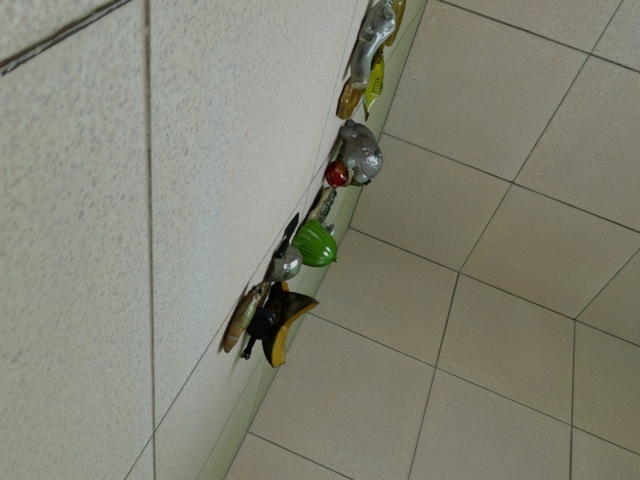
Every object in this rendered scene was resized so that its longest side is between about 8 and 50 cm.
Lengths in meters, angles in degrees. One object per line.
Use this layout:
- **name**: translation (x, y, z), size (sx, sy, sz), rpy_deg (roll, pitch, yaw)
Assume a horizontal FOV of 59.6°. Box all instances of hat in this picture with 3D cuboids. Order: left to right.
- **hat**: translation (-0.122, 0.102, 1.859), size (0.175, 0.085, 0.147), rpy_deg (-50, 161, -72)

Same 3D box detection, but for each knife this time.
- **knife**: translation (-0.103, -0.028, 1.851), size (0.230, 0.028, 0.060), rpy_deg (-65, 158, -49)

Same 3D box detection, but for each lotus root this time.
- **lotus root**: translation (-0.003, 0.037, 2.105), size (0.186, 0.186, 0.186), rpy_deg (23, 90, -84)

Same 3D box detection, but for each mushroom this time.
- **mushroom**: translation (0.154, -0.596, 1.694), size (0.278, 0.096, 0.099), rpy_deg (-65, 174, 18)

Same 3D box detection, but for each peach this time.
- **peach**: translation (0.063, -0.259, 2.167), size (0.101, 0.101, 0.100), rpy_deg (23, 90, -84)

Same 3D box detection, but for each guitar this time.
- **guitar**: translation (-0.227, 0.328, 1.889), size (0.038, 0.084, 0.271), rpy_deg (-54, 173, -52)

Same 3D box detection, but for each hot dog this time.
- **hot dog**: translation (0.264, -0.808, 2.039), size (0.087, 0.061, 0.286), rpy_deg (-62, 174, -16)

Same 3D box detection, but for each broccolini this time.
- **broccolini**: translation (0.030, -0.129, 2.487), size (0.123, 0.062, 0.271), rpy_deg (-41, 152, -42)

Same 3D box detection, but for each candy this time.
- **candy**: translation (0.195, -0.605, 2.037), size (0.297, 0.081, 0.187), rpy_deg (107, -11, -51)

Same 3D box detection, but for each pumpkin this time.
- **pumpkin**: translation (-0.133, 0.259, 1.922), size (0.290, 0.095, 0.258), rpy_deg (-64, -151, 14)

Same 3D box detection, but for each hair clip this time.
- **hair clip**: translation (0.003, -0.001, 2.291), size (0.159, 0.071, 0.218), rpy_deg (-52, 176, -43)

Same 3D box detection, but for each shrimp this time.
- **shrimp**: translation (-0.215, 0.216, 1.603), size (0.236, 0.053, 0.133), rpy_deg (-64, 172, -2)

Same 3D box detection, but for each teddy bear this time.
- **teddy bear**: translation (0.149, -0.346, 2.132), size (0.151, 0.236, 0.267), rpy_deg (-30, -142, 9)

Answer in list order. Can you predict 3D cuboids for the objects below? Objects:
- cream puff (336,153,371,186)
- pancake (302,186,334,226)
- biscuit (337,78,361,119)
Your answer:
- **cream puff**: translation (0.144, -0.293, 2.381), size (0.183, 0.169, 0.183), rpy_deg (23, 90, -86)
- **pancake**: translation (-0.016, -0.090, 2.260), size (0.282, 0.049, 0.282), rpy_deg (-62, 176, -8)
- **biscuit**: translation (0.105, -0.496, 1.904), size (0.249, 0.035, 0.184), rpy_deg (-58, 169, -53)
